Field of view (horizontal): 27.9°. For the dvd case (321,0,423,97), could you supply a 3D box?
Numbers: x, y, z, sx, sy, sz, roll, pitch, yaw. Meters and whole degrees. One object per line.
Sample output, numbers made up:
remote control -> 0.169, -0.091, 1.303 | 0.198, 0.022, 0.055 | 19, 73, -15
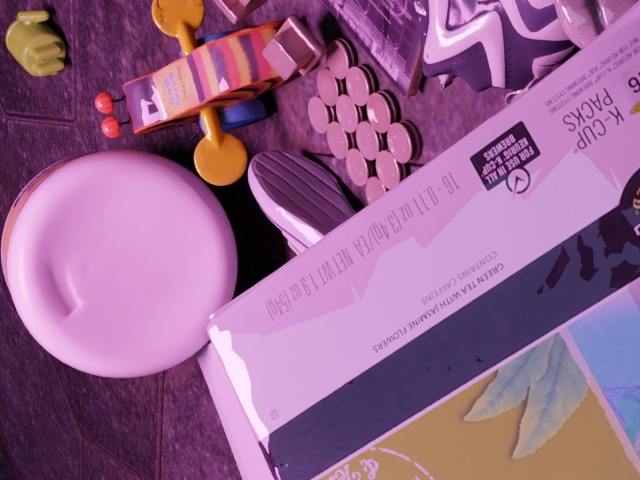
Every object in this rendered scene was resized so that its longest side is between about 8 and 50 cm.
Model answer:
dvd case -> 0.056, -0.253, 1.061 | 0.164, 0.018, 0.221 | 54, 148, 33

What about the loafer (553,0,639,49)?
loafer -> 0.169, -0.256, 0.764 | 0.112, 0.111, 0.320 | -7, 83, 26

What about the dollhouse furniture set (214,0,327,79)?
dollhouse furniture set -> -0.031, -0.368, 1.096 | 0.355, 0.174, 0.303 | 50, 151, -2

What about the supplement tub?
supplement tub -> -0.239, 0.017, 1.468 | 0.331, 0.241, 0.241 | -168, 63, -74

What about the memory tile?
memory tile -> 0.038, -0.105, 1.184 | 0.148, 0.012, 0.113 | 57, 148, 28

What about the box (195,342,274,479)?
box -> -0.022, 0.162, 1.329 | 0.182, 0.119, 0.181 | -34, 75, 61

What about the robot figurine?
robot figurine -> -0.401, -0.274, 1.811 | 0.115, 0.067, 0.101 | 42, 148, 44

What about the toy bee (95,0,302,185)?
toy bee -> -0.137, -0.140, 1.318 | 0.195, 0.162, 0.298 | 63, 149, 18

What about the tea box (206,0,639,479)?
tea box -> 0.170, 0.097, 0.716 | 0.329, 0.220, 0.324 | -37, 71, 28

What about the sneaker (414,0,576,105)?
sneaker -> 0.089, -0.189, 0.939 | 0.235, 0.094, 0.153 | 38, 137, 17

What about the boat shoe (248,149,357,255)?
boat shoe -> 0.000, 0.000, 1.234 | 0.226, 0.083, 0.076 | 46, 141, 38
